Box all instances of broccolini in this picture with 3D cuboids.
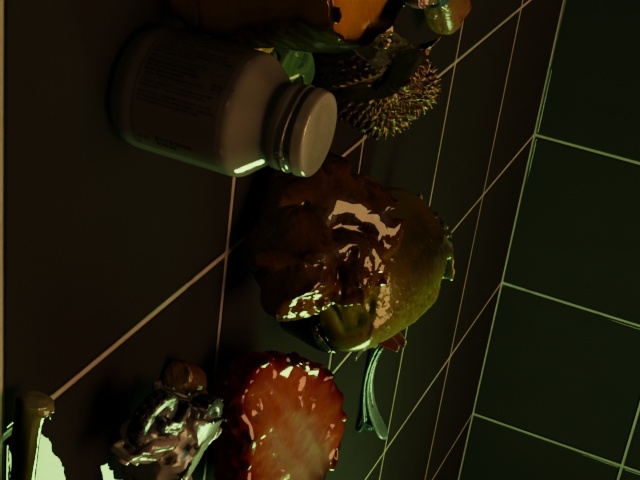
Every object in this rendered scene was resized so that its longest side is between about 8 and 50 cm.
[{"bbox_3d":[-0.307,0.338,1.325,0.079,0.074,0.392,-116,-147,-58],"label":"broccolini"}]

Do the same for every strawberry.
[{"bbox_3d":[-0.092,0.278,1.837,0.265,0.149,0.336,-54,145,-28],"label":"strawberry"}]

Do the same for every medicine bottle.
[{"bbox_3d":[-0.097,-0.138,1.285,0.135,0.215,0.135,17,90,-72],"label":"medicine bottle"}]

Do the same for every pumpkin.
[{"bbox_3d":[-0.017,-0.346,1.311,0.303,0.226,0.256,-61,154,-26],"label":"pumpkin"}]

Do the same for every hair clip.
[{"bbox_3d":[0.108,0.316,2.591,0.039,0.070,0.229,-43,138,-51],"label":"hair clip"}]

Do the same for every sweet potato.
[{"bbox_3d":[0.213,-0.449,2.106,0.251,0.097,0.097,77,35,-60],"label":"sweet potato"},{"bbox_3d":[-0.172,0.191,1.643,0.049,0.049,0.117,-68,158,-13],"label":"sweet potato"}]

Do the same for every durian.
[{"bbox_3d":[0.082,-0.239,1.811,0.237,0.193,0.137,-20,147,-49],"label":"durian"}]

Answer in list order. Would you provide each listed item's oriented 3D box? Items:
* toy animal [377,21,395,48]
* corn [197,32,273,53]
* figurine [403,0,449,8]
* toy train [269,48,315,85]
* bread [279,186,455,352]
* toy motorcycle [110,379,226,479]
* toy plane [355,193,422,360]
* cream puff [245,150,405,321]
[{"bbox_3d":[0.046,-0.362,1.648,0.255,0.116,0.114,-80,158,-48],"label":"toy animal"},{"bbox_3d":[-0.101,-0.232,1.434,0.165,0.063,0.085,-49,160,-47],"label":"corn"},{"bbox_3d":[0.147,-0.430,1.933,0.144,0.114,0.178,-54,144,-27],"label":"figurine"},{"bbox_3d":[-0.044,-0.218,1.585,0.099,0.081,0.149,79,34,-54],"label":"toy train"},{"bbox_3d":[0.080,0.048,2.028,0.376,0.208,0.251,-15,116,-65],"label":"bread"},{"bbox_3d":[-0.205,0.278,1.523,0.204,0.108,0.239,-59,147,-1],"label":"toy motorcycle"},{"bbox_3d":[0.130,0.065,2.332,0.223,0.104,0.326,-16,117,-70],"label":"toy plane"},{"bbox_3d":[0.000,0.000,1.745,0.241,0.155,0.269,38,61,-25],"label":"cream puff"}]
